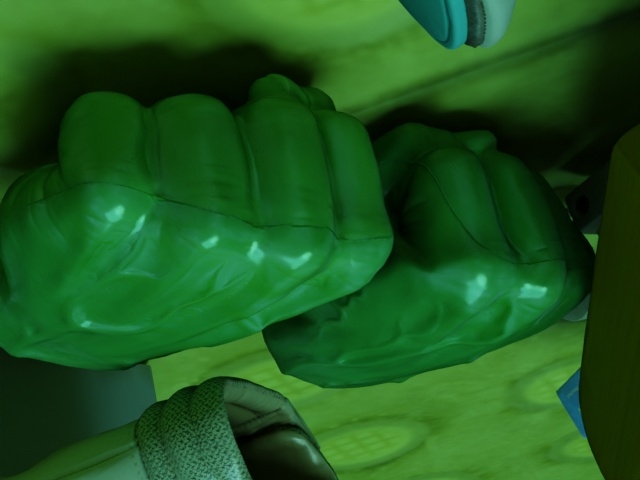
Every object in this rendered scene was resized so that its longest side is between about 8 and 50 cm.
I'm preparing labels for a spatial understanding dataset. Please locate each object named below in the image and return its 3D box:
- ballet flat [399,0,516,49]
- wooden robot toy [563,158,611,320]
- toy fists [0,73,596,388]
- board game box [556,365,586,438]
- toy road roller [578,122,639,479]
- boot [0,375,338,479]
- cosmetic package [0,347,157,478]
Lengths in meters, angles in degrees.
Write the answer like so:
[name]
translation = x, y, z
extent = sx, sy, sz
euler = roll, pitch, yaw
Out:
[ballet flat]
translation = 0.023, -0.135, 0.332
extent = 0.086, 0.086, 0.248
euler = -19, 152, 14
[wooden robot toy]
translation = 0.159, -0.006, 0.647
extent = 0.079, 0.076, 0.173
euler = -6, 155, -37
[toy fists]
translation = 0.000, 0.000, 0.562
extent = 0.279, 0.096, 0.142
euler = 11, 158, -40
[board game box]
translation = 0.239, 0.030, 0.740
extent = 0.160, 0.039, 0.211
euler = -18, 156, -24
[toy road roller]
translation = 0.232, 0.017, 0.456
extent = 0.202, 0.241, 0.330
euler = -7, 129, -10
[boot]
translation = -0.079, 0.161, 0.641
extent = 0.203, 0.095, 0.262
euler = -23, 142, 6
[cosmetic package]
translation = -0.206, 0.117, 0.693
extent = 0.238, 0.107, 0.127
euler = 15, 140, -38
